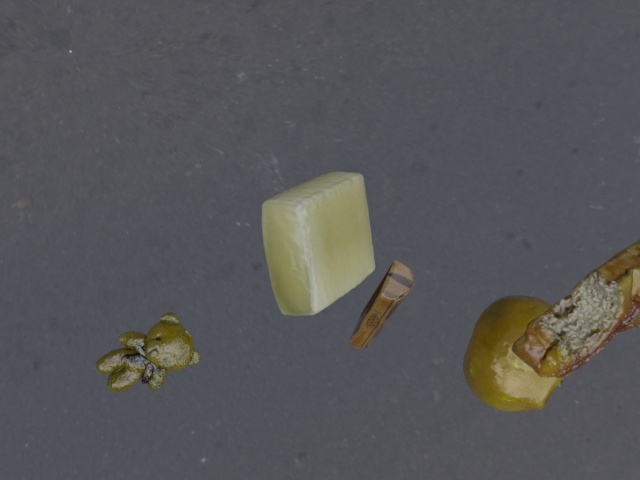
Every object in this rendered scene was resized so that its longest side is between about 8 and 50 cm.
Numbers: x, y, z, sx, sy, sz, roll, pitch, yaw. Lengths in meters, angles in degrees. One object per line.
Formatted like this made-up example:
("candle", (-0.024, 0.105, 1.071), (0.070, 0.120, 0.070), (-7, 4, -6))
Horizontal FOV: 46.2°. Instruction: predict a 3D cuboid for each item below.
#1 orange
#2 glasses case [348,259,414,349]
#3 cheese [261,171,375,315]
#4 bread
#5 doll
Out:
("orange", (0.457, 0.263, 1.722), (0.279, 0.235, 0.279), (-46, 150, -37))
("glasses case", (0.091, 0.102, 1.120), (0.041, 0.170, 0.064), (27, 55, 2))
("cheese", (0.000, 0.000, 1.562), (0.265, 0.124, 0.242), (-30, 112, -54))
("bread", (0.468, 0.096, 1.197), (0.380, 0.109, 0.185), (-19, 150, -39))
("doll", (-0.356, 0.241, 1.523), (0.209, 0.097, 0.137), (-30, 90, 6))
